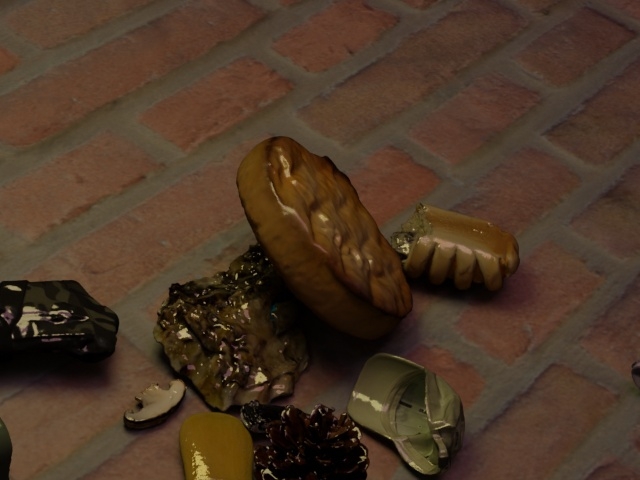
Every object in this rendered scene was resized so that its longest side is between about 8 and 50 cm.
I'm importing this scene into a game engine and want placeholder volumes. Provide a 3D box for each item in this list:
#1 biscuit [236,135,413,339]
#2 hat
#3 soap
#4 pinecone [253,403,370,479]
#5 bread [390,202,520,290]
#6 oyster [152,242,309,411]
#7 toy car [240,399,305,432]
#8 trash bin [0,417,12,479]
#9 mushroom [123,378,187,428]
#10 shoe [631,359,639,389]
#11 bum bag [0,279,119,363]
[{"bbox_3d":[0.000,0.000,2.050,0.296,0.102,0.296,46,17,-19],"label":"biscuit"},{"bbox_3d":[0.107,0.214,1.962,0.166,0.081,0.122,18,79,27],"label":"hat"},{"bbox_3d":[-0.117,0.264,1.860,0.089,0.033,0.168,1,43,-14],"label":"soap"},{"bbox_3d":[-0.006,0.250,1.840,0.140,0.121,0.140,11,43,-11],"label":"pinecone"},{"bbox_3d":[0.181,0.016,2.176,0.177,0.084,0.119,14,30,0],"label":"bread"},{"bbox_3d":[-0.099,0.108,2.010,0.214,0.083,0.223,-23,59,-31],"label":"oyster"},{"bbox_3d":[-0.053,0.216,1.933,0.093,0.025,0.041,13,32,-32],"label":"toy car"},{"bbox_3d":[-0.523,0.238,1.688,0.343,0.158,0.223,-19,51,-33],"label":"trash bin"},{"bbox_3d":[-0.197,0.196,1.927,0.049,0.019,0.101,36,43,23],"label":"mushroom"},{"bbox_3d":[0.493,0.224,2.031,0.138,0.095,0.245,-8,43,-13],"label":"shoe"},{"bbox_3d":[-0.411,0.099,1.924,0.340,0.095,0.144,-5,40,-17],"label":"bum bag"}]
